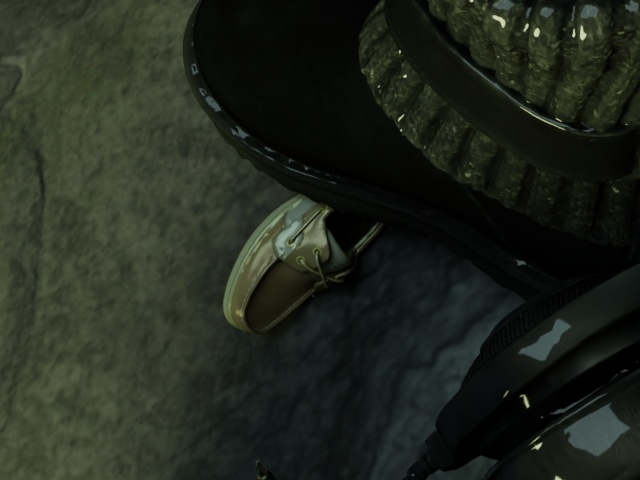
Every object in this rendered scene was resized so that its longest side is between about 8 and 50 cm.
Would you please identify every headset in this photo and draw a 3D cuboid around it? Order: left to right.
[{"bbox_3d":[0.128,0.130,0.724,0.394,0.185,0.243,-8,83,22],"label":"headset"}]

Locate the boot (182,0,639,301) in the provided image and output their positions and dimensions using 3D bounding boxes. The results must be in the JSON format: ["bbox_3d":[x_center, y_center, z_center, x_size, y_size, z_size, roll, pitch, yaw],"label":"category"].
[{"bbox_3d":[0.044,-0.114,0.793,0.348,0.260,0.131,28,70,31],"label":"boot"}]

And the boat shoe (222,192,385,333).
[{"bbox_3d":[0.000,0.000,0.925,0.135,0.050,0.045,-52,45,1],"label":"boat shoe"}]
